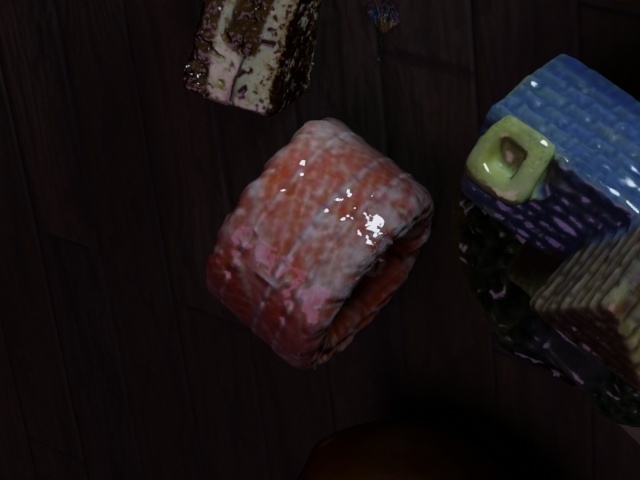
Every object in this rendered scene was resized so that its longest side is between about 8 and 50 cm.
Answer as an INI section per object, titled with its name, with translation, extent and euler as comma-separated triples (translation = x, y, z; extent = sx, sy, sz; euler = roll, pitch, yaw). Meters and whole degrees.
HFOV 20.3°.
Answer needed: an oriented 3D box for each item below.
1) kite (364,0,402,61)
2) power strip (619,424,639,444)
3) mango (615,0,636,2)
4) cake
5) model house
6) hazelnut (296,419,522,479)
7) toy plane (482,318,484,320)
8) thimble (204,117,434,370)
[kite]
translation = 0.058, -0.221, 1.829
extent = 0.044, 0.002, 0.078
euler = 43, 138, 11
[power strip]
translation = 0.323, 0.136, 1.760
extent = 0.257, 0.105, 0.070
euler = 44, 140, 10
[mango]
translation = 0.258, -0.246, 1.578
extent = 0.114, 0.060, 0.080
euler = -5, 111, 49
[cake]
translation = -0.049, -0.259, 1.874
extent = 0.112, 0.135, 0.246
euler = 21, 102, 16
[model house]
translation = 0.238, 0.006, 1.560
extent = 0.321, 0.266, 0.261
euler = 39, 97, 19
[hazelnut]
translation = 0.103, 0.380, 2.008
extent = 0.372, 0.315, 0.372
euler = 13, 142, 11
[toy plane]
translation = 0.200, 0.056, 1.869
extent = 0.102, 0.040, 0.111
euler = 59, 142, 22
[thimble]
translation = 0.000, 0.000, 1.873
extent = 0.162, 0.239, 0.239
euler = 37, 138, 15
